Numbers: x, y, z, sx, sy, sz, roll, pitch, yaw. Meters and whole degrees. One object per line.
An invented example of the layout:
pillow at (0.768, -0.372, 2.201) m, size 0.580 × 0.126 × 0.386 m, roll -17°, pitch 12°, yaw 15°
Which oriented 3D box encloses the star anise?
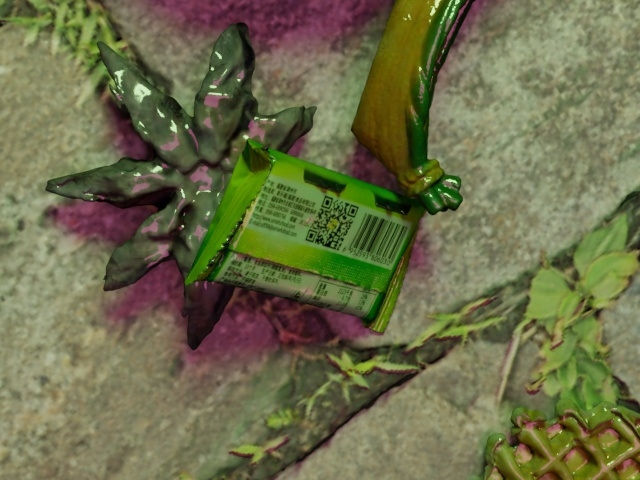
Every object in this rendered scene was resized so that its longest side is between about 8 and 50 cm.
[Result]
star anise at (-0.081, -0.040, 0.781) m, size 0.181 × 0.061 × 0.204 m, roll 27°, pitch 92°, yaw -12°

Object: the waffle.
waffle at (0.184, 0.202, 0.872) m, size 0.169 × 0.036 × 0.183 m, roll 13°, pitch 95°, yaw -8°

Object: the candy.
candy at (-0.001, 0.000, 0.782) m, size 0.178 × 0.032 × 0.102 m, roll 16°, pitch 105°, yaw -43°

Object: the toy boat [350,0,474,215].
toy boat at (0.086, -0.132, 0.787) m, size 0.088 × 0.089 × 0.229 m, roll 20°, pitch 89°, yaw 2°
